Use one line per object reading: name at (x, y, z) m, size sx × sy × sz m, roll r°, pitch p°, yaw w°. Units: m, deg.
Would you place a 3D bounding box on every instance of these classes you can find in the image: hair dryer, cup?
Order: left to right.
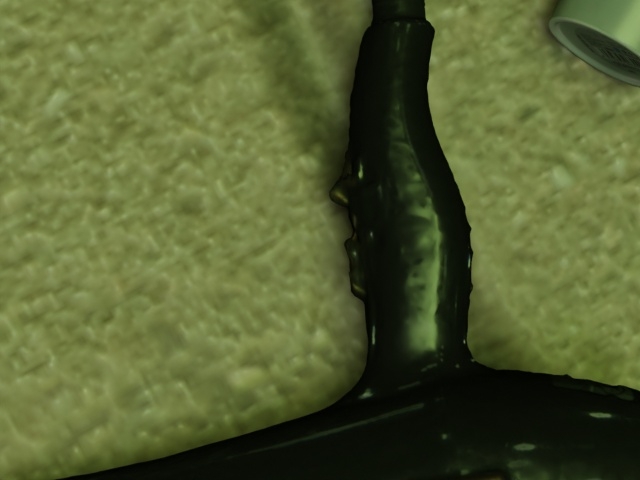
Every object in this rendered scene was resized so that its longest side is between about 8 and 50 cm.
hair dryer at (0.000, 0.000, 0.680) m, size 0.303 × 0.120 × 0.359 m, roll -4°, pitch 79°, yaw 1°
cup at (0.170, -0.127, 0.723) m, size 0.104 × 0.074 × 0.116 m, roll 33°, pitch 85°, yaw -39°
